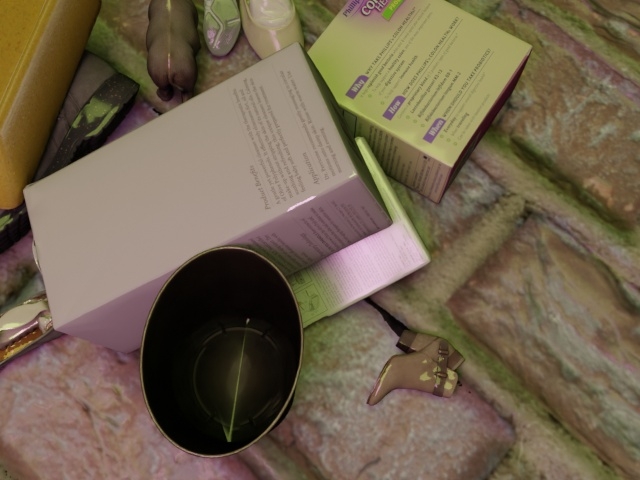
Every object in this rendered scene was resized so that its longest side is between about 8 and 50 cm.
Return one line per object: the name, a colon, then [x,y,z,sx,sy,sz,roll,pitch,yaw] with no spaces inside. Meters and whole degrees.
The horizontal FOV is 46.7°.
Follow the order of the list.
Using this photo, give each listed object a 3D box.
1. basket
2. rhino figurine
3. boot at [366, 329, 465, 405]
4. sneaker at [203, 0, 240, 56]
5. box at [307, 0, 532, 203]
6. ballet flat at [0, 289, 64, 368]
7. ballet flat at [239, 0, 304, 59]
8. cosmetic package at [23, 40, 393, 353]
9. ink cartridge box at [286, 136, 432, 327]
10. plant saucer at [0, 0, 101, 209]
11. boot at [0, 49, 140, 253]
basket: [-0.094,0.139,0.806,0.154,0.227,0.204,5,70,1]
rhino figurine: [-0.206,-0.305,1.039,0.073,0.106,0.243,-4,69,-2]
boot: [0.119,0.166,0.896,0.087,0.042,0.118,29,72,8]
sneaker: [-0.145,-0.342,1.086,0.054,0.061,0.152,0,88,-8]
box: [0.117,-0.210,0.999,0.243,0.117,0.213,31,72,10]
ballet flat: [-0.402,0.124,0.896,0.213,0.068,0.072,-31,72,-11]
ballet flat: [-0.084,-0.365,1.076,0.086,0.086,0.248,-16,70,-6]
cosmetic package: [-0.131,-0.039,0.848,0.366,0.155,0.196,-26,64,10]
ink cartridge box: [0.000,0.000,0.938,0.225,0.056,0.181,-29,88,10]
plant saucer: [-0.444,-0.245,0.832,0.333,0.081,0.332,22,65,-22]
boot: [-0.412,-0.147,0.943,0.223,0.118,0.338,37,60,-11]
